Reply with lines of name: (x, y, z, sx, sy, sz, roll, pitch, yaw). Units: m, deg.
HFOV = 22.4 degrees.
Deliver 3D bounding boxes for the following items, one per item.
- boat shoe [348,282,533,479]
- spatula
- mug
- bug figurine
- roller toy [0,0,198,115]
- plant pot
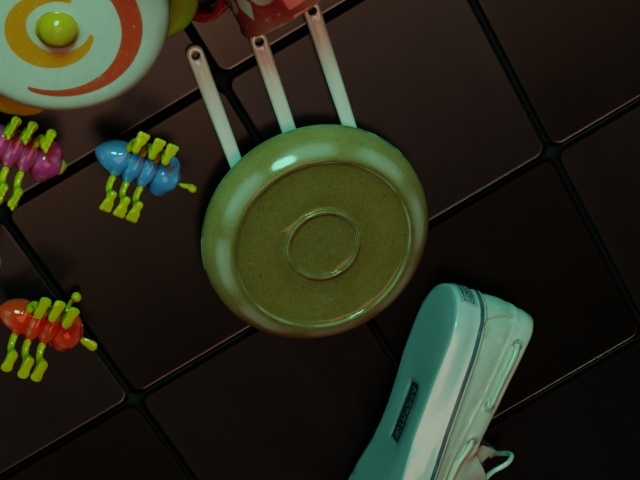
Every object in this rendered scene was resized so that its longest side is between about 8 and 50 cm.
boat shoe: (0.137, 0.230, 1.714, 0.156, 0.136, 0.367, 16, 99, -21)
spatula: (-0.033, -0.102, 1.583, 0.168, 0.019, 0.242, -20, 116, 0)
mug: (-0.083, -0.273, 1.451, 0.150, 0.113, 0.169, -34, 112, 2)
bug figurine: (-0.260, -0.012, 1.531, 0.216, 0.072, 0.279, 26, 107, -29)
roller toy: (-0.227, -0.215, 1.400, 0.209, 0.146, 0.191, -19, 130, 11)
plant pot: (0.000, 0.000, 1.610, 0.236, 0.032, 0.236, -7, 117, -13)
